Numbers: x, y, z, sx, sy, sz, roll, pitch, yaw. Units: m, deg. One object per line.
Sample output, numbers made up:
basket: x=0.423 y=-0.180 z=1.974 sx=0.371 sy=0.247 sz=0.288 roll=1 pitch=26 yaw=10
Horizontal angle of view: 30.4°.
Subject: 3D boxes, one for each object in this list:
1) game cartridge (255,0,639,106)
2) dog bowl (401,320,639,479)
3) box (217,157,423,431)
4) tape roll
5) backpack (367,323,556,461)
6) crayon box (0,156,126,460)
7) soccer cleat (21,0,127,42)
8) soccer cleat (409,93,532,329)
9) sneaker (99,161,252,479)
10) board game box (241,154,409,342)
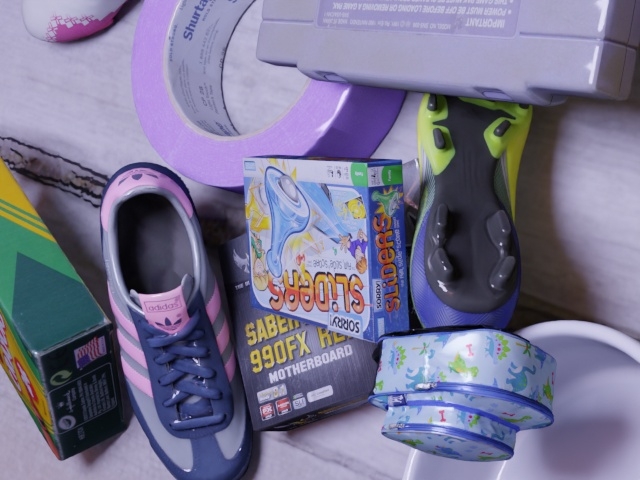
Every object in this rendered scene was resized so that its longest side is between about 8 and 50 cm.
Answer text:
game cartridge: x=0.094 y=-0.227 z=0.900 sx=0.355 sy=0.068 sz=0.230 roll=15 pitch=102 yaw=46
dog bowl: x=0.184 y=0.197 z=0.844 sx=0.265 sy=0.104 sz=0.264 roll=-27 pitch=51 yaw=40
box: x=0.026 y=0.054 z=1.051 sx=0.231 sy=0.056 sz=0.183 roll=-22 pitch=71 yaw=29
tape roll: x=-0.050 y=-0.179 z=1.121 sx=0.275 sy=0.090 sz=0.274 roll=-7 pitch=78 yaw=34
backpack: x=0.103 y=0.108 z=0.817 sx=0.114 sy=0.105 sz=0.084 roll=-15 pitch=58 yaw=44
crayon box: x=-0.314 y=0.045 z=1.204 sx=0.318 sy=0.081 sz=0.202 roll=50 pitch=154 yaw=30
soccer cleat: x=-0.221 y=-0.314 z=1.225 sx=0.331 sy=0.143 sz=0.116 roll=-22 pitch=71 yaw=30
soccer cleat: x=0.115 y=-0.035 z=0.946 sx=0.094 sy=0.121 sz=0.289 roll=9 pitch=50 yaw=1
sneaker: x=-0.137 y=0.086 z=1.065 sx=0.112 sy=0.131 sz=0.318 roll=-17 pitch=93 yaw=-4
board game box: x=0.000 y=0.000 z=0.954 sx=0.201 sy=0.035 sz=0.136 roll=8 pitch=103 yaw=59
